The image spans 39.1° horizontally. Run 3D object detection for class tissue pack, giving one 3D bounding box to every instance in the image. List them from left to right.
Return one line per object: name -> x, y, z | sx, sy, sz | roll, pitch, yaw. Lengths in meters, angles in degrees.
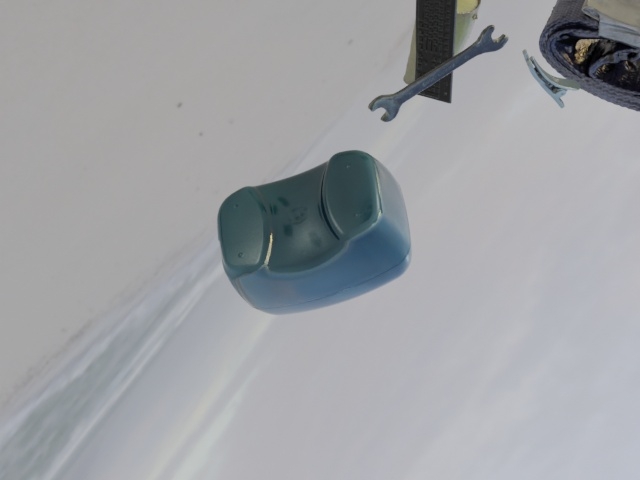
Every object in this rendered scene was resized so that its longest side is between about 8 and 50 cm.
tissue pack -> 0.000, 0.000, 1.411 | 0.287, 0.206, 0.198 | -21, -125, 15

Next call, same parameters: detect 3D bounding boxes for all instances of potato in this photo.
potato -> 0.280, -0.480, 2.136 | 0.269, 0.112, 0.255 | -96, -161, -50

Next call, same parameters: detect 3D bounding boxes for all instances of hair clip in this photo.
hair clip -> 0.303, -0.218, 1.189 | 0.039, 0.115, 0.030 | -38, -130, 24

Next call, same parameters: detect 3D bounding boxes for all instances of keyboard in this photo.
keyboard -> 0.225, -0.452, 1.715 | 0.041, 0.103, 0.381 | -21, 123, -44

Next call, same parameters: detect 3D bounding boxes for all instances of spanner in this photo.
spanner -> 0.194, -0.275, 1.487 | 0.254, 0.054, 0.015 | -32, -142, 7

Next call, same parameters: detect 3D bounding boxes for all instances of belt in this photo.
belt -> 0.428, -0.276, 1.245 | 0.126, 0.230, 0.139 | -58, 168, -34
